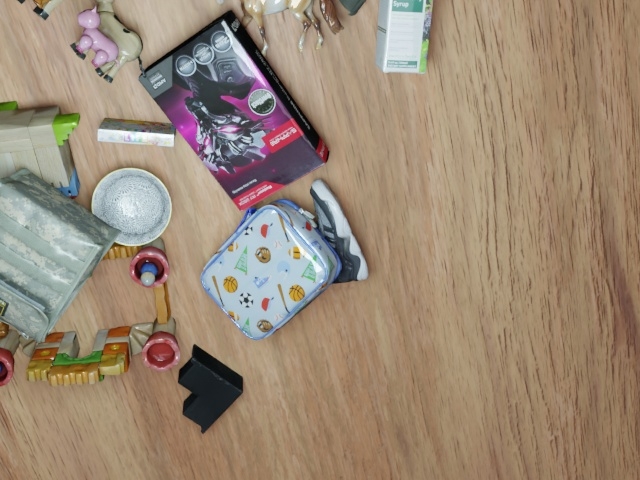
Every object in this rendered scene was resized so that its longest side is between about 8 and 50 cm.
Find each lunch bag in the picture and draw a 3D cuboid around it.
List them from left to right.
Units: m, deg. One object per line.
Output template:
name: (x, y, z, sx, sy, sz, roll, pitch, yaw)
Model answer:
lunch bag: (-0.580, 0.043, 1.532, 0.235, 0.169, 0.287, 35, 105, -7)
lunch bag: (-0.113, 0.058, 1.747, 0.303, 0.115, 0.243, -44, 83, 25)

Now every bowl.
bowl: (-0.409, -0.077, 1.717, 0.170, 0.080, 0.170, -1, 99, -4)

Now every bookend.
bookend: (-0.299, 0.367, 1.924, 0.156, 0.072, 0.157, 38, 104, -18)

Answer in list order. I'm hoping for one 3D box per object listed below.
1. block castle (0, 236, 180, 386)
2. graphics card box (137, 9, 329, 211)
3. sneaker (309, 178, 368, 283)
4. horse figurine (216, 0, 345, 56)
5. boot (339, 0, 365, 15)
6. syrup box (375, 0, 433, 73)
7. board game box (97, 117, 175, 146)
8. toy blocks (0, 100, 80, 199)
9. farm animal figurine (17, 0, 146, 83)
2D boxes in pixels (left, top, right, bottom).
block castle: (-0.550, 0.163, 1.733, 0.453, 0.213, 0.303, -5, 113, -6)
graphics card box: (-0.176, -0.265, 1.650, 0.233, 0.094, 0.371, -27, 113, 20)
sneaker: (0.000, 0.000, 1.798, 0.153, 0.101, 0.268, -24, 113, 3)
horse figurine: (-0.084, -0.473, 1.613, 0.263, 0.066, 0.174, -4, 112, 1)
boot: (0.054, -0.574, 1.592, 0.077, 0.137, 0.197, -15, 77, -35)
syrup box: (0.176, -0.476, 1.631, 0.093, 0.096, 0.236, 0, 113, -8)
board game box: (-0.386, -0.230, 1.653, 0.154, 0.103, 0.026, 3, 111, -9)
toy blocks: (-0.668, -0.130, 1.637, 0.382, 0.190, 0.260, -8, 124, -4)
farm animal figurine: (-0.475, -0.487, 1.476, 0.327, 0.330, 0.172, 39, 83, 17)
